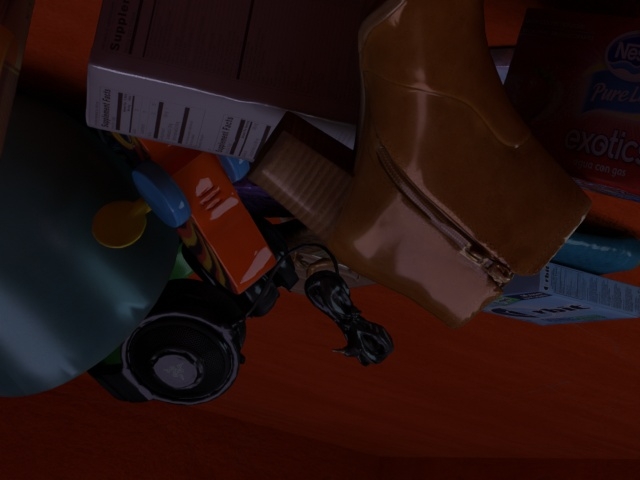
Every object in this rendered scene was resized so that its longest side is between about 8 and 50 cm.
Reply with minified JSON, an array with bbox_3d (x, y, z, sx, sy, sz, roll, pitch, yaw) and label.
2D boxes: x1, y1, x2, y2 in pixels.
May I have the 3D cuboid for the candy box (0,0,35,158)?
[{"bbox_3d":[-0.283,-0.128,0.906,0.088,0.316,0.183,5,163,14],"label":"candy box"}]

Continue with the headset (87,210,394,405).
[{"bbox_3d":[-0.100,0.085,1.472,0.394,0.243,0.185,-13,127,49],"label":"headset"}]

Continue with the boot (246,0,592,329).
[{"bbox_3d":[0.108,-0.089,0.910,0.211,0.104,0.295,32,116,-11],"label":"boot"}]

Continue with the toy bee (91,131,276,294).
[{"bbox_3d":[-0.143,-0.094,1.300,0.195,0.298,0.162,-20,-148,-29],"label":"toy bee"}]

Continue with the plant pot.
[{"bbox_3d":[-0.333,-0.021,1.400,0.293,0.293,0.235,-2,140,34],"label":"plant pot"}]

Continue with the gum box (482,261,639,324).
[{"bbox_3d":[0.268,0.066,1.606,0.184,0.041,0.157,15,164,-38],"label":"gum box"}]

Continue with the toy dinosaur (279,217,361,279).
[{"bbox_3d":[0.000,0.000,1.691,0.211,0.064,0.112,19,123,-27],"label":"toy dinosaur"}]

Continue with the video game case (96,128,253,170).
[{"bbox_3d":[-0.156,-0.102,1.466,0.173,0.022,0.190,9,165,1],"label":"video game case"}]

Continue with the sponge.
[{"bbox_3d":[0.010,-0.057,1.468,0.210,0.031,0.117,-1,163,16],"label":"sponge"}]

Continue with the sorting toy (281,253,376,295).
[{"bbox_3d":[-0.033,0.035,1.857,0.208,0.038,0.193,15,164,-33],"label":"sorting toy"}]

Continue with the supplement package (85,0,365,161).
[{"bbox_3d":[-0.050,-0.146,1.034,0.244,0.139,0.134,12,163,-7],"label":"supplement package"}]

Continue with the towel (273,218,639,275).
[{"bbox_3d":[0.157,0.003,1.544,0.370,0.040,0.271,11,165,-30],"label":"towel"}]

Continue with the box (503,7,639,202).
[{"bbox_3d":[0.257,-0.085,0.957,0.128,0.122,0.257,15,-177,-36],"label":"box"}]

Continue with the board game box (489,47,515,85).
[{"bbox_3d":[0.169,-0.139,1.146,0.090,0.020,0.090,2,163,27],"label":"board game box"}]
